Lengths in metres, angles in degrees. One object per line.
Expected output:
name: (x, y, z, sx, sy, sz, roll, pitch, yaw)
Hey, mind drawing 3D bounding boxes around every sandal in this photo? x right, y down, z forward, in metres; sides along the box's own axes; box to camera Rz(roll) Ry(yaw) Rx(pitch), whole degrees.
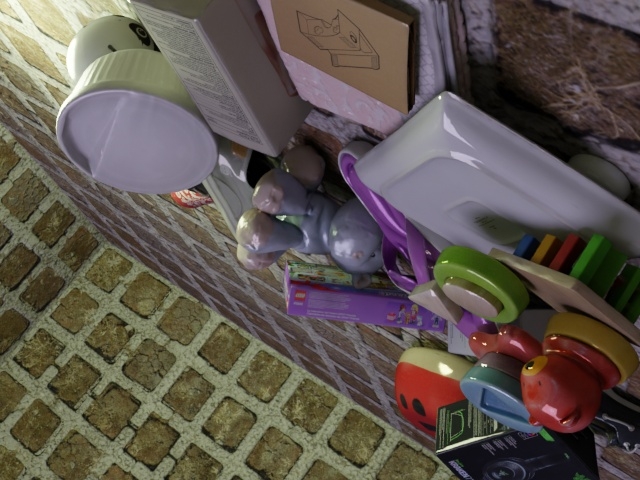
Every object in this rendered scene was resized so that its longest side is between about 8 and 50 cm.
sandal: (0.141, 0.026, 1.347, 0.416, 0.102, 0.169, 53, 165, 16)

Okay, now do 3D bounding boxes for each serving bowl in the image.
serving bowl: (0.333, -0.068, 1.020, 0.083, 0.027, 0.083, 33, 164, 11)

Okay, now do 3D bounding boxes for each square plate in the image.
square plate: (0.232, -0.042, 1.121, 0.344, 0.049, 0.347, 31, 164, -9)

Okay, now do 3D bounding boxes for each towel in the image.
towel: (0.050, -0.248, 1.075, 0.317, 0.053, 0.332, 28, 161, 29)

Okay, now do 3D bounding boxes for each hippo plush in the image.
hippo plush: (0.000, 0.000, 1.531, 0.236, 0.234, 0.294, 33, 163, 17)

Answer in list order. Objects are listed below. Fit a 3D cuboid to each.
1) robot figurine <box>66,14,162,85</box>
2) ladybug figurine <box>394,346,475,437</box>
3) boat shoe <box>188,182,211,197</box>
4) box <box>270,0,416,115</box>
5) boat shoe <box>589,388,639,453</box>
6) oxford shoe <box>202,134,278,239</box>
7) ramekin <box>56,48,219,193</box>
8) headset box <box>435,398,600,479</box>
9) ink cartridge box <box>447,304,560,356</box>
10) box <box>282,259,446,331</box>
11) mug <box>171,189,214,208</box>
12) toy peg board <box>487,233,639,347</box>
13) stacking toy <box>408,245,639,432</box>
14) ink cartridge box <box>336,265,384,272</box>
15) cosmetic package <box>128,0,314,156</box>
robot figurine: (-0.360, -0.298, 1.585, 0.209, 0.173, 0.278, -5, 149, 13)
ladybug figurine: (0.323, 0.402, 2.087, 0.305, 0.162, 0.449, 40, 163, -8)
boat shoe: (-0.252, -0.152, 1.742, 0.095, 0.112, 0.335, -7, 169, 11)
box: (0.025, -0.247, 1.006, 0.201, 0.021, 0.164, 31, 161, 20)
boat shoe: (0.559, 0.344, 1.563, 0.302, 0.091, 0.114, 31, 163, 21)
oxford shoe: (-0.129, -0.096, 1.719, 0.130, 0.169, 0.449, -6, 151, 12)
ramekin: (-0.305, -0.209, 1.439, 0.273, 0.127, 0.273, 1, 146, 1)
headset box: (0.435, 0.440, 1.816, 0.283, 0.131, 0.246, -26, 123, 29)
ink cartridge box: (0.332, 0.152, 1.400, 0.153, 0.087, 0.208, 1, 178, -24)
box: (0.078, 0.104, 1.598, 0.293, 0.057, 0.201, 7, -169, -6)
mug: (-0.283, -0.145, 1.951, 0.150, 0.113, 0.169, 43, 160, -25)
toy peg board: (0.325, 0.045, 1.043, 0.161, 0.079, 0.161, 35, 177, -29)
stacking toy: (0.231, 0.158, 1.127, 0.279, 0.130, 0.309, 36, 160, 3)
ink cartridge box: (0.108, 0.094, 1.878, 0.135, 0.056, 0.099, 46, 163, -28)
cosmetic package: (-0.134, -0.278, 1.238, 0.153, 0.129, 0.296, 25, 159, 31)
